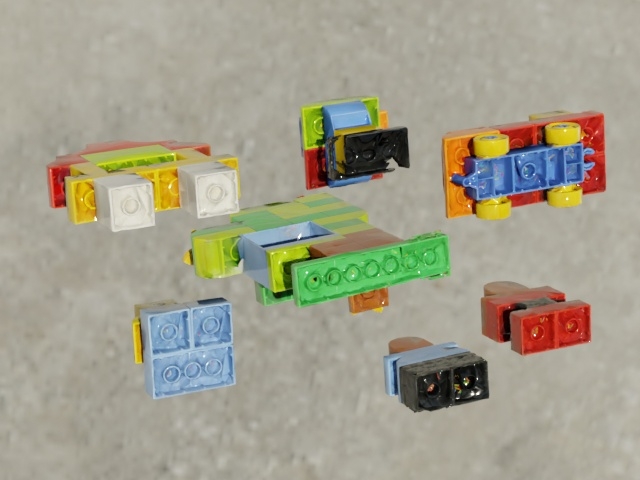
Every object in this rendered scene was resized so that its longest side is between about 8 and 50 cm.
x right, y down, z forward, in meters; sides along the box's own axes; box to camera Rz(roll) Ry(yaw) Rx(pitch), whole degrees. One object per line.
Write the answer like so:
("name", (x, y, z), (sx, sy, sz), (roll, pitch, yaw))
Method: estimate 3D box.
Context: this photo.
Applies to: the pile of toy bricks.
("pile of toy bricks", (0.000, 0.000, 0.712), (0.212, 0.118, 0.105), (-9, 16, -22))
